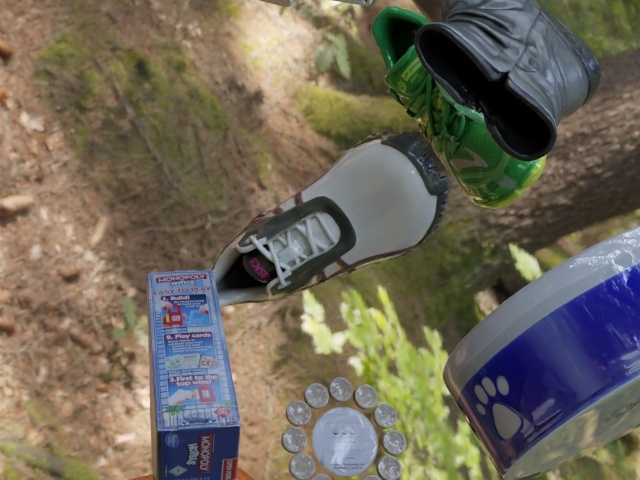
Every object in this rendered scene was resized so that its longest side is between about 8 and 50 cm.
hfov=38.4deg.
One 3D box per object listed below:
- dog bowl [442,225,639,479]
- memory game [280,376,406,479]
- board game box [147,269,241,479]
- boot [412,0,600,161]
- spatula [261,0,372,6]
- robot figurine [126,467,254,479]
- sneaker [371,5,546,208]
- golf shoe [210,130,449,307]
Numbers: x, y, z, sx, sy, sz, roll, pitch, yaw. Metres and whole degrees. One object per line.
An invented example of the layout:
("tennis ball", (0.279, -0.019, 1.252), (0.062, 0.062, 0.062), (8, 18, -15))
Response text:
("dog bowl", (0.245, 0.100, 0.796), (0.104, 0.265, 0.265), (62, 12, 25))
("memory game", (0.034, 0.281, 1.285), (0.012, 0.186, 0.186), (127, -44, -58))
("board game box", (-0.108, 0.128, 0.746), (0.194, 0.060, 0.194), (-103, -164, -44))
("boot", (0.115, -0.177, 0.727), (0.246, 0.083, 0.161), (45, 35, 8))
("spatula", (-0.010, -0.461, 1.497), (0.019, 0.242, 0.168), (-20, 121, -56))
("robot figurine", (-0.133, 0.290, 0.912), (0.219, 0.158, 0.128), (6, 50, -60))
("sneaker", (0.127, -0.141, 0.951), (0.123, 0.109, 0.295), (17, 32, -38))
("golf shoe", (0.000, 0.000, 0.809), (0.120, 0.273, 0.105), (-35, 92, -43))
